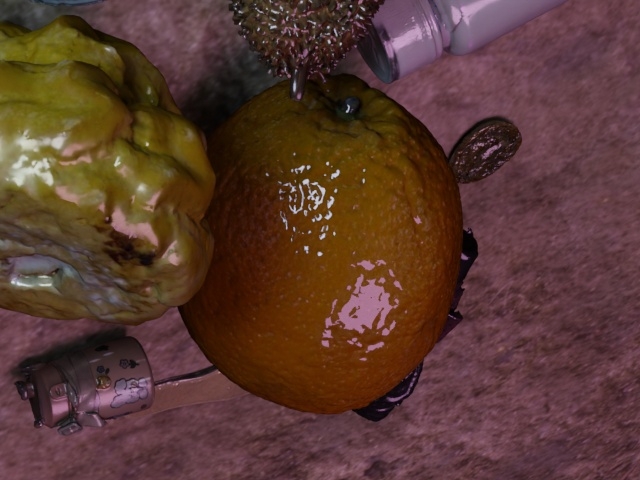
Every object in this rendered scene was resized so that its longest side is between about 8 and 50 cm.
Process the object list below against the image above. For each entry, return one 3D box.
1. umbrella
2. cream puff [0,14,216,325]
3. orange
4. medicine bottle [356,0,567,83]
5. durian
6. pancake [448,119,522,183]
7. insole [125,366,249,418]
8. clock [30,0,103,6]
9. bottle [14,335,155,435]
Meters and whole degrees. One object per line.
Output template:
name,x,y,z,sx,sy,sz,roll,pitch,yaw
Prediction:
umbrella,0.124,0.111,2.466,0.094,0.090,0.326,13,129,-22
cream puff,-0.228,-0.083,1.702,0.291,0.257,0.324,9,152,2
orange,0.000,0.000,1.993,0.322,0.322,0.357,-10,132,-33
medicine bottle,0.153,-0.271,1.936,0.258,0.143,0.143,-30,148,-9
durian,-0.012,-0.228,1.791,0.167,0.196,0.196,8,144,7
pancake,0.200,-0.108,2.310,0.108,0.017,0.108,-20,145,-15
insole,-0.139,0.185,2.402,0.247,0.011,0.081,-13,143,-29
clock,-0.202,-0.305,1.666,0.226,0.049,0.226,-24,148,-16
bottle,-0.276,0.173,2.189,0.152,0.099,0.099,-15,143,-25
